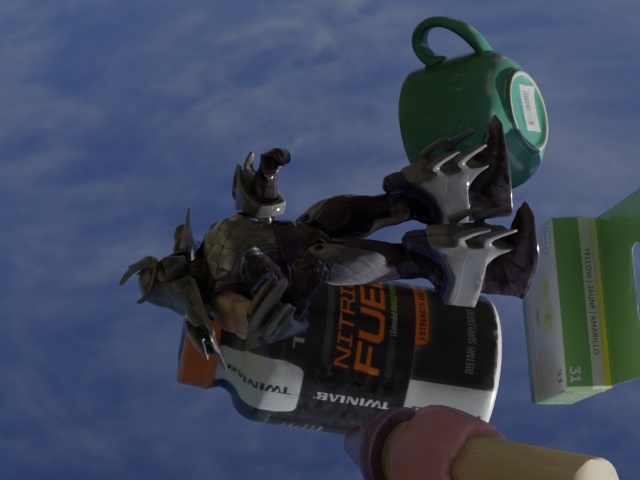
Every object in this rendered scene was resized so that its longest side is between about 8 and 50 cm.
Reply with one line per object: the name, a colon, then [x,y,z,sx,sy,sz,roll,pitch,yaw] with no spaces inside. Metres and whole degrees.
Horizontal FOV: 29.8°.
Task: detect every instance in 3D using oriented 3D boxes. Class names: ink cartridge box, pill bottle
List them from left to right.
pill bottle: [0.011,0.090,0.966,0.246,0.130,0.130,9,-149,-8]
ink cartridge box: [0.249,0.058,1.137,0.056,0.171,0.235,-1,166,-6]

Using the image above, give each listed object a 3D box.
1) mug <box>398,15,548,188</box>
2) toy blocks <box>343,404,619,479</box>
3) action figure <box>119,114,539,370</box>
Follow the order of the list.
mug: [0.138,-0.114,1.076,0.097,0.157,0.129,-13,-139,34]
toy blocks: [0.041,0.283,0.684,0.260,0.288,0.309,2,-136,52]
action figure: [0.000,0.000,0.841,0.285,0.099,0.185,-11,-135,-5]
